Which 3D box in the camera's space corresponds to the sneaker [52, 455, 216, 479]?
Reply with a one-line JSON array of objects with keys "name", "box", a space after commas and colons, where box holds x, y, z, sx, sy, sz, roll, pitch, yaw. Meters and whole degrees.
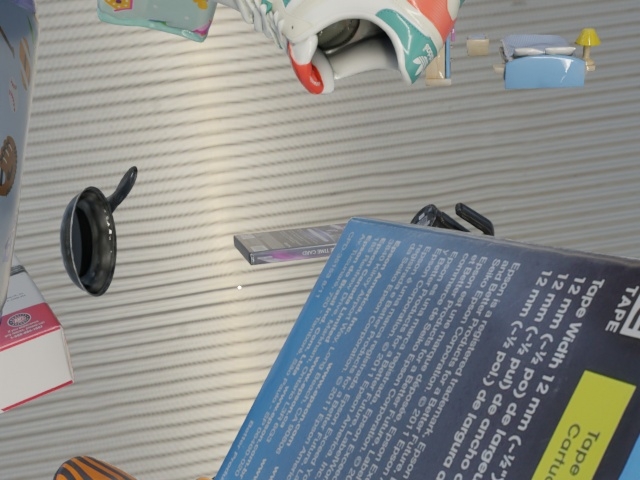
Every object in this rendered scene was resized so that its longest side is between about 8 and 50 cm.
[{"name": "sneaker", "box": [-0.189, 0.329, 1.161, 0.321, 0.124, 0.180, 32, 124, 19]}]

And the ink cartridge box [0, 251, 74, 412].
[{"name": "ink cartridge box", "box": [-0.436, 0.109, 1.194, 0.171, 0.237, 0.100, -21, 130, -26]}]

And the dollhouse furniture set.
[{"name": "dollhouse furniture set", "box": [0.343, -0.412, 1.752, 0.303, 0.286, 0.198, 1, 115, 7]}]

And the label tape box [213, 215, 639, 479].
[{"name": "label tape box", "box": [0.073, 0.131, 0.413, 0.115, 0.347, 0.249, 31, 82, -26]}]

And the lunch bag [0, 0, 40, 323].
[{"name": "lunch bag", "box": [-0.367, -0.076, 0.823, 0.238, 0.385, 0.328, 9, 96, -2]}]

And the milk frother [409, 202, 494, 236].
[{"name": "milk frother", "box": [0.234, 0.019, 1.701, 0.134, 0.129, 0.143, 33, 54, -20]}]

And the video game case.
[{"name": "video game case", "box": [0.000, 0.000, 1.627, 0.274, 0.196, 0.026, -6, 100, -12]}]

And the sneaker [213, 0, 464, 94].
[{"name": "sneaker", "box": [-0.012, -0.111, 0.447, 0.161, 0.057, 0.075, 14, 71, 27]}]

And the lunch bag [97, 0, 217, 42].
[{"name": "lunch bag", "box": [-0.156, -0.394, 1.066, 0.160, 0.223, 0.262, 12, 55, -11]}]

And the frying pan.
[{"name": "frying pan", "box": [-0.408, -0.052, 1.733, 0.053, 0.197, 0.326, -3, 58, 10]}]
